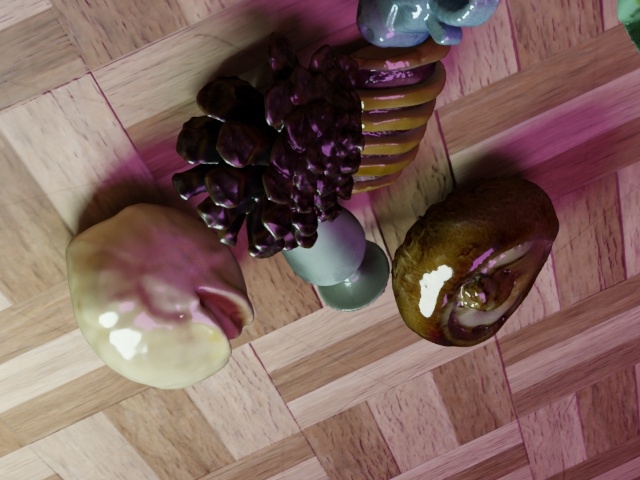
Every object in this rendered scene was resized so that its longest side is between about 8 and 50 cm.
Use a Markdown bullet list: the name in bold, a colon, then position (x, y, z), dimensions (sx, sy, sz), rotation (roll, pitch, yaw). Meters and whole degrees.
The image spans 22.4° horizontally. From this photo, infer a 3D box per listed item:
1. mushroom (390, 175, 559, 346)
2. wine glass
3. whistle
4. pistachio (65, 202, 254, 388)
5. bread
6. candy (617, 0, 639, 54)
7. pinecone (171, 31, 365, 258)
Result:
- **mushroom**: position (0.201, 0.023, 2.073), dimensions (0.253, 0.153, 0.253), rotation (-37, 155, -21)
- **wine glass**: position (0.000, 0.000, 1.964), dimensions (0.103, 0.103, 0.231), rotation (-31, 148, 9)
- **whistle**: position (0.114, -0.269, 1.567), dimensions (0.093, 0.180, 0.269), rotation (-6, 153, -27)
- **pistachio**: position (-0.186, 0.074, 1.874), dimensions (0.193, 0.214, 0.318), rotation (-62, 163, -18)
- **bread**: position (0.066, -0.141, 1.814), dimensions (0.134, 0.081, 0.225), rotation (-10, 146, -23)
- **candy**: position (0.324, -0.378, 1.570), dimensions (0.263, 0.172, 0.398), rotation (-38, 135, 13)
- **pinecone**: position (-0.054, -0.096, 1.684), dimensions (0.202, 0.229, 0.201), rotation (24, 162, -31)
